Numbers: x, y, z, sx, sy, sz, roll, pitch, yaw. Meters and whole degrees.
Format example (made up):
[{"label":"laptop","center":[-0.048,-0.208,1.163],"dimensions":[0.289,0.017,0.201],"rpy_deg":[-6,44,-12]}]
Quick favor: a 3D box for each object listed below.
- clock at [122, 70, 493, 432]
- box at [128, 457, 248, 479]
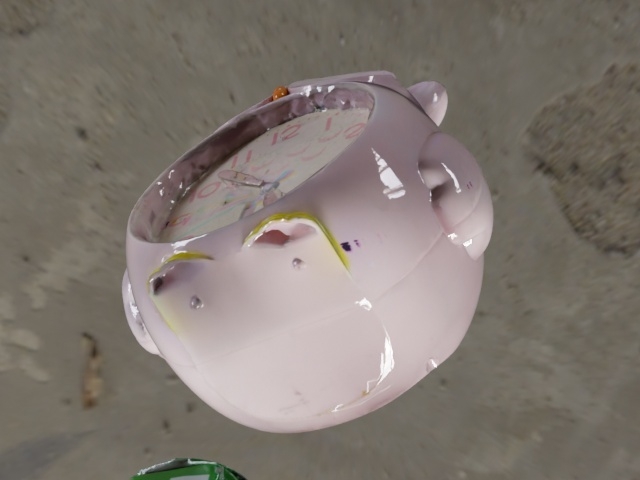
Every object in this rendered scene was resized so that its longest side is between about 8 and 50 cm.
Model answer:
[{"label":"clock","center":[0.000,0.000,1.647],"dimensions":[0.368,0.377,0.251],"rpy_deg":[-21,115,22]},{"label":"box","center":[-0.094,0.309,1.318],"dimensions":[0.103,0.180,0.250],"rpy_deg":[-17,40,33]}]
